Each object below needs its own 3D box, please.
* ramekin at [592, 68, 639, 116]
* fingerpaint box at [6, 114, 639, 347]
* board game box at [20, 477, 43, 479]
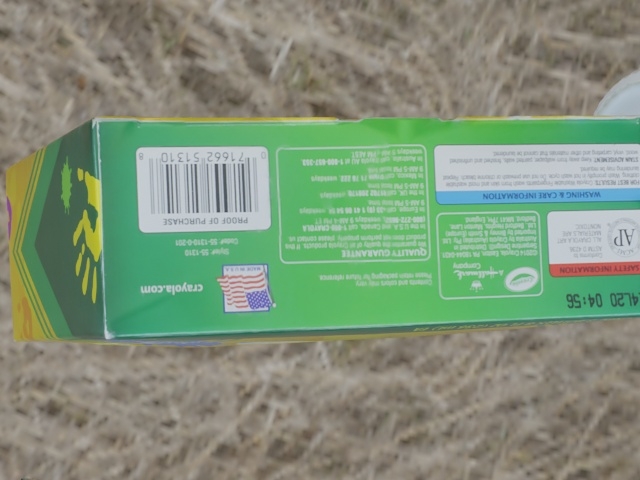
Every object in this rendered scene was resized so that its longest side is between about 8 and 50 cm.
[{"bbox_3d":[0.354,-0.081,1.752,0.207,0.109,0.207,12,108,42],"label":"ramekin"},{"bbox_3d":[0.000,0.000,1.446,0.445,0.163,0.371,-1,177,-20],"label":"fingerpaint box"},{"bbox_3d":[-0.315,0.355,2.135,0.030,0.136,0.260,5,175,-24],"label":"board game box"}]
